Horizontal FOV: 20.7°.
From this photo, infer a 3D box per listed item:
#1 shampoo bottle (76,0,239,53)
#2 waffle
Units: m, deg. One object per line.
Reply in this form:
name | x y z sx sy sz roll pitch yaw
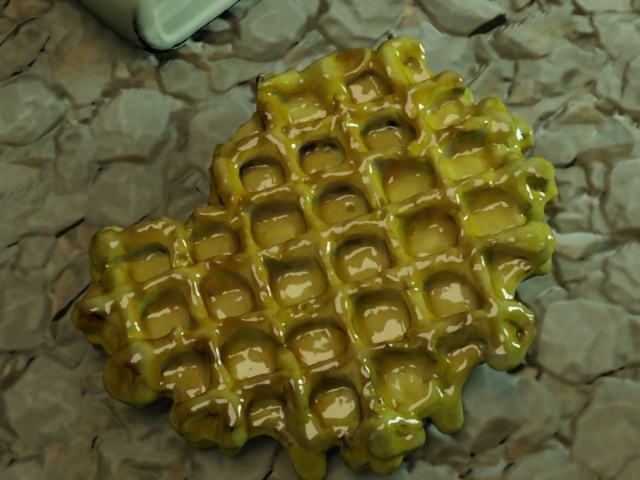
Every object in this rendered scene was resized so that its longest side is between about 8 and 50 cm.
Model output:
shampoo bottle | -0.142 -0.242 1.073 0.153 0.071 0.284 -41 66 -15
waffle | 0.000 0.000 0.937 0.249 0.056 0.253 12 67 14
